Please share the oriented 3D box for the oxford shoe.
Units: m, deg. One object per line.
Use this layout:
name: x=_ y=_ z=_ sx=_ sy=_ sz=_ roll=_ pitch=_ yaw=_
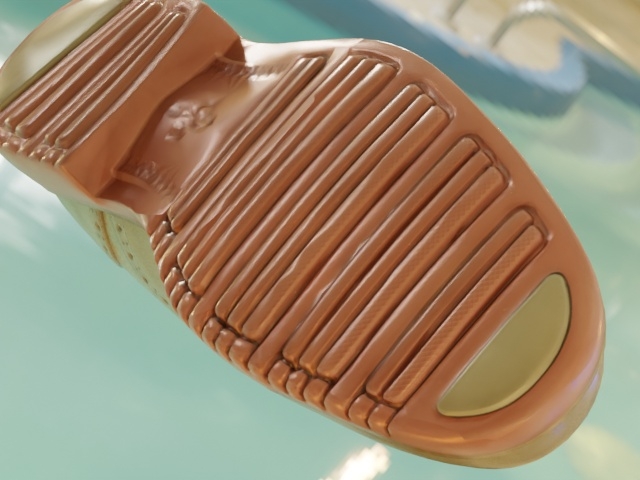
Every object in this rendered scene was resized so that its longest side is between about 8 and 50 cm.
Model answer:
oxford shoe: x=0.000 y=0.000 z=0.808 sx=0.397 sy=0.140 sz=0.146 roll=37 pitch=-11 yaw=51
